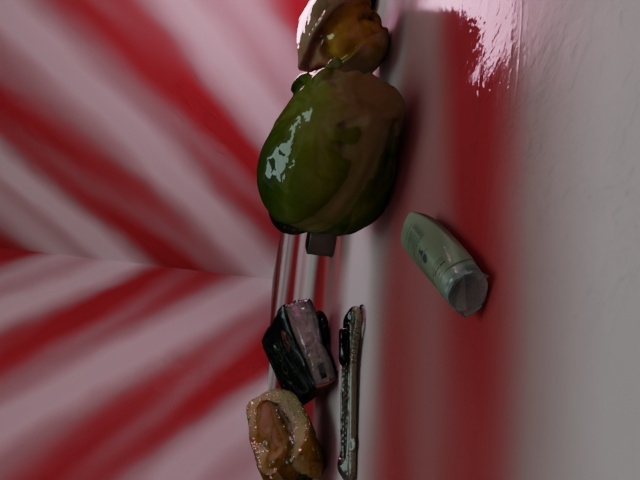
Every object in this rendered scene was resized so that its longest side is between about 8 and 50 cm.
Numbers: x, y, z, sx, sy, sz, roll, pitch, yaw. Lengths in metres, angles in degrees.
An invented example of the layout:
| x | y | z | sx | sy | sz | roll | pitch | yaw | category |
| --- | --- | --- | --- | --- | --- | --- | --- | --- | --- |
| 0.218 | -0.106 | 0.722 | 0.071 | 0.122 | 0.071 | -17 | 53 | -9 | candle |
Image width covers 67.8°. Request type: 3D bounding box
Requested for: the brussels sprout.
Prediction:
| x | y | z | sx | sy | sz | roll | pitch | yaw | category |
| --- | --- | --- | --- | --- | --- | --- | --- | --- | --- |
| 0.021 | -0.164 | 0.979 | 0.371 | 0.275 | 0.315 | 132 | 158 | -62 | brussels sprout |

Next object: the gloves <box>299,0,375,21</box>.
| x | y | z | sx | sy | sz | roll | pitch | yaw | category |
| --- | --- | --- | --- | --- | --- | --- | --- | --- | --- |
| 0.043 | -0.668 | 1.428 | 0.301 | 0.197 | 0.152 | -151 | 79 | -79 | gloves |

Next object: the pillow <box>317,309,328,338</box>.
| x | y | z | sx | sy | sz | roll | pitch | yaw | category |
| --- | --- | --- | --- | --- | --- | --- | --- | --- | --- |
| -0.003 | 0.273 | 1.409 | 0.150 | 0.048 | 0.090 | 106 | 173 | -57 | pillow |

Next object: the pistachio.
| x | y | z | sx | sy | sz | roll | pitch | yaw | category |
| --- | --- | --- | --- | --- | --- | --- | --- | --- | --- |
| 0.043 | -0.480 | 1.148 | 0.309 | 0.229 | 0.230 | -109 | 28 | -74 | pistachio |

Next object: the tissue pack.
| x | y | z | sx | sy | sz | roll | pitch | yaw | category |
| --- | --- | --- | --- | --- | --- | --- | --- | --- | --- |
| -0.065 | 0.332 | 1.356 | 0.332 | 0.123 | 0.245 | 117 | 134 | -60 | tissue pack |

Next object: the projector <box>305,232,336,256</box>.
| x | y | z | sx | sy | sz | roll | pitch | yaw | category |
| --- | --- | --- | --- | --- | --- | --- | --- | --- | --- |
| 0.000 | 0.000 | 1.498 | 0.083 | 0.082 | 0.083 | -108 | 27 | -67 | projector |

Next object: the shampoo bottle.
| x | y | z | sx | sy | sz | roll | pitch | yaw | category |
| --- | --- | --- | --- | --- | --- | --- | --- | --- | --- |
| 0.157 | 0.022 | 0.633 | 0.212 | 0.049 | 0.072 | -108 | 31 | -68 | shampoo bottle |

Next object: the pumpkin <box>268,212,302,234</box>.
| x | y | z | sx | sy | sz | roll | pitch | yaw | category |
| --- | --- | --- | --- | --- | --- | --- | --- | --- | --- |
| -0.080 | -0.168 | 1.766 | 0.300 | 0.207 | 0.300 | 11 | -90 | -85 | pumpkin |

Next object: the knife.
| x | y | z | sx | sy | sz | roll | pitch | yaw | category |
| --- | --- | --- | --- | --- | --- | --- | --- | --- | --- |
| 0.059 | 0.317 | 1.017 | 0.089 | 0.043 | 0.366 | 121 | 155 | -70 | knife |

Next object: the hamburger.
| x | y | z | sx | sy | sz | roll | pitch | yaw | category |
| --- | --- | --- | --- | --- | --- | --- | --- | --- | --- |
| -0.081 | 0.546 | 1.242 | 0.209 | 0.162 | 0.330 | 68 | 167 | -19 | hamburger |
